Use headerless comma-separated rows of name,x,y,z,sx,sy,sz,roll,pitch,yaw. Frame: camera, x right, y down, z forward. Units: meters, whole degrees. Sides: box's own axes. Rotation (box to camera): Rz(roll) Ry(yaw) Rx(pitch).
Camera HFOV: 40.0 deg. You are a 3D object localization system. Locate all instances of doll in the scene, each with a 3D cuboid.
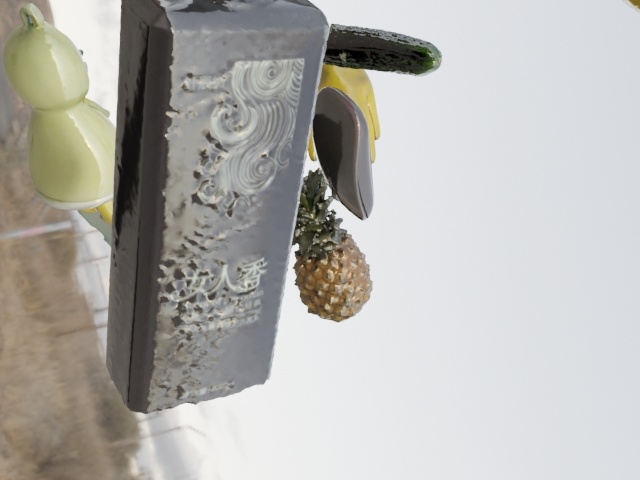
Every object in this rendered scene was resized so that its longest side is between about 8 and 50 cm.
doll,-0.300,-0.146,1.053,0.141,0.117,0.296,28,-44,32

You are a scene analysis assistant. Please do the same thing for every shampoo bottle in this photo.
shampoo bottle,-0.058,-0.050,0.470,0.071,0.098,0.310,50,-42,49

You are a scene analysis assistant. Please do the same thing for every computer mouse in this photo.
computer mouse,0.033,-0.126,1.332,0.120,0.057,0.232,50,-21,36

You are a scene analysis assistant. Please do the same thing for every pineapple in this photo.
pineapple,0.000,0.000,1.738,0.169,0.169,0.340,-124,-167,-50

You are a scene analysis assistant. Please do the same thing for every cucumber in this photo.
cucumber,0.100,-0.324,1.500,0.241,0.074,0.074,15,-55,31

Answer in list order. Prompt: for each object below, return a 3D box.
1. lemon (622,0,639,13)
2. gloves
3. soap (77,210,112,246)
lemon,0.443,-0.351,1.042,0.188,0.256,0.188,-174,-90,-72
gloves,0.040,-0.266,1.768,0.116,0.133,0.295,34,49,-65
soap,-0.225,-0.082,1.472,0.115,0.346,0.208,18,-66,48
